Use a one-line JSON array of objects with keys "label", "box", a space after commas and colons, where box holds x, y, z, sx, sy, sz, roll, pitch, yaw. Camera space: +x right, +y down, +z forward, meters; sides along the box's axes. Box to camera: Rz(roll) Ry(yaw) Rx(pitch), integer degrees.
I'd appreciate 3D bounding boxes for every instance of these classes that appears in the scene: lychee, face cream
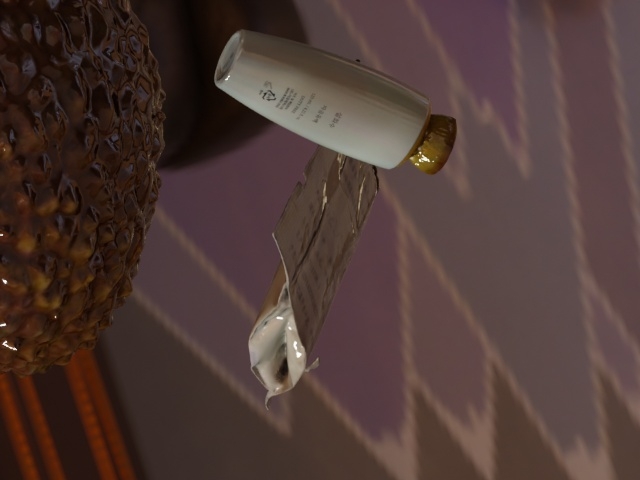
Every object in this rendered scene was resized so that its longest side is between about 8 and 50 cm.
[{"label": "lychee", "box": [-0.153, -0.040, 0.787, 0.194, 0.194, 0.194, -19, 173, -2]}, {"label": "face cream", "box": [0.013, -0.100, 1.423, 0.182, 0.051, 0.072, 21, 125, -19]}]

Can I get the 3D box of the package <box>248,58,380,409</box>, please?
[{"label": "package", "box": [0.000, 0.000, 1.628, 0.062, 0.204, 0.251, 16, 145, 5]}]
